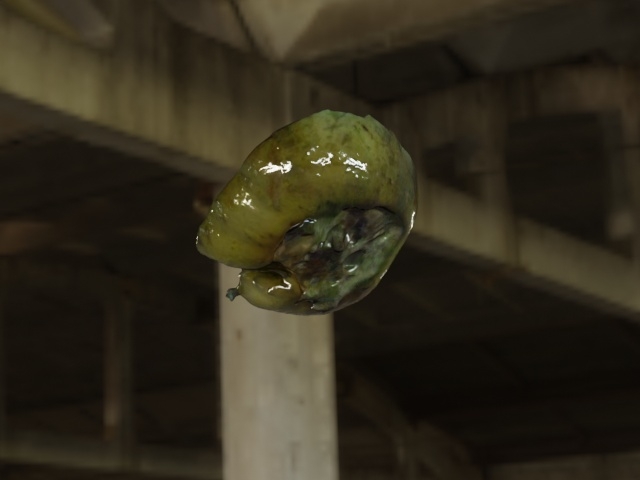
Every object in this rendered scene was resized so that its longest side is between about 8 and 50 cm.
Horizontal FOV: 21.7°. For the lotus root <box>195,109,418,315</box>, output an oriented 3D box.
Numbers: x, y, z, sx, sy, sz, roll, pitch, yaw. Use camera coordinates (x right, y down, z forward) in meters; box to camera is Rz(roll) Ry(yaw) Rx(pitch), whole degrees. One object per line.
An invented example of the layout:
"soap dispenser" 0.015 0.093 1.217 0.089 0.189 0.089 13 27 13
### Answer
"lotus root" 0.002 -0.003 1.373 0.183 0.078 0.203 13 -57 -34
